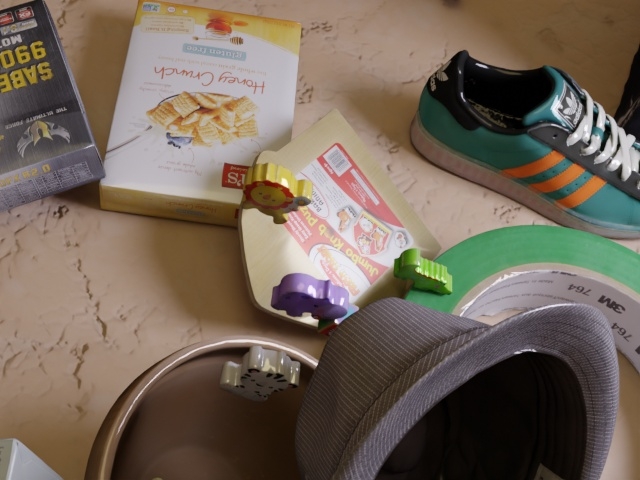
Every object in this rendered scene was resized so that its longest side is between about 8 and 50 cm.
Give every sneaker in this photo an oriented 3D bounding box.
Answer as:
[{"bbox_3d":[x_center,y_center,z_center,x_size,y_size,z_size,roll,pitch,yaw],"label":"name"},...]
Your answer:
[{"bbox_3d":[0.243,-0.096,0.979,0.302,0.121,0.108,19,56,1],"label":"sneaker"}]

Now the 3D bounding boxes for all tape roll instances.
[{"bbox_3d":[0.207,0.139,0.848,0.321,0.077,0.321,5,56,-8],"label":"tape roll"}]

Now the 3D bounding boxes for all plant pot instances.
[{"bbox_3d":[-0.070,0.195,0.712,0.237,0.110,0.237,15,63,-32],"label":"plant pot"}]

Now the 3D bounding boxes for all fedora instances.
[{"bbox_3d":[0.068,0.129,0.630,0.244,0.275,0.124,-34,43,-16],"label":"fedora"}]

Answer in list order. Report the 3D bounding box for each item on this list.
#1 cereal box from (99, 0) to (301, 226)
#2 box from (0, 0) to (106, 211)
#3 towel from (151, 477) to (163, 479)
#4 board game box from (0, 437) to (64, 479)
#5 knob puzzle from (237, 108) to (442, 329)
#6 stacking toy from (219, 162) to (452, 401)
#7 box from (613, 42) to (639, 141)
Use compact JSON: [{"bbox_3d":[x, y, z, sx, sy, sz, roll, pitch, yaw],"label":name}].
[{"bbox_3d":[-0.112,-0.127,0.969,0.173,0.047,0.240,7,57,-7],"label":"cereal box"},{"bbox_3d":[-0.329,-0.103,0.880,0.231,0.056,0.183,-19,62,-9],"label":"box"},{"bbox_3d":[-0.101,0.228,0.587,0.110,0.027,0.148,41,53,-16],"label":"towel"},{"bbox_3d":[-0.314,0.249,0.584,0.303,0.097,0.224,-6,54,13],"label":"board game box"},{"bbox_3d":[0.000,0.000,0.898,0.213,0.030,0.213,9,71,-28],"label":"knob puzzle"},{"bbox_3d":[0.027,0.056,0.741,0.221,0.052,0.167,25,52,-30],"label":"stacking toy"},{"bbox_3d":[0.619,-0.240,0.938,0.480,0.472,0.297,25,55,5],"label":"box"}]
